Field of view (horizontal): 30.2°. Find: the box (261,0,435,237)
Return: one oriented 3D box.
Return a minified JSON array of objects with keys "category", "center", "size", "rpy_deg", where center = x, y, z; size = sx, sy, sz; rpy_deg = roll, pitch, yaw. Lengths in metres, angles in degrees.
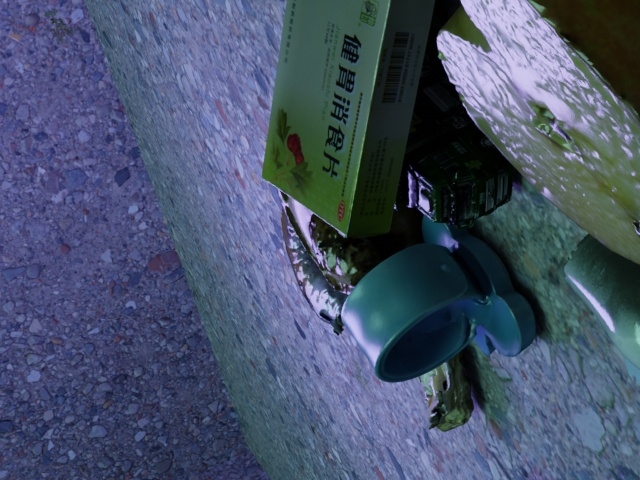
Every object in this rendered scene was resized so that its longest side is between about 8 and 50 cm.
[{"category":"box","center":[0.022,-0.156,1.239],"size":[0.175,0.062,0.260],"rpy_deg":[36,123,47]}]

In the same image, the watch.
[{"category":"watch","center":[0.129,0.088,1.428],"size":[0.211,0.193,0.211],"rpy_deg":[56,161,30]}]

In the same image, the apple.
[{"category":"apple","center":[0.218,-0.130,0.841],"size":[0.251,0.163,0.293],"rpy_deg":[48,176,7]}]

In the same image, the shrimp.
[{"category":"shrimp","center":[-0.011,0.007,2.031],"size":[0.185,0.068,0.287],"rpy_deg":[25,130,60]}]

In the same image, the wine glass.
[{"category":"wine glass","center":[0.308,0.076,1.011],"size":[0.222,0.103,0.103],"rpy_deg":[51,160,38]}]

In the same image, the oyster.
[{"category":"oyster","center":[0.179,0.182,1.679],"size":[0.133,0.072,0.209],"rpy_deg":[-164,68,-78]}]

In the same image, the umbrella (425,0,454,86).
[{"category":"umbrella","center":[0.086,-0.266,1.242],"size":[0.235,0.059,0.066],"rpy_deg":[62,-178,8]}]

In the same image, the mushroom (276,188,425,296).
[{"category":"mushroom","center":[0.044,-0.050,1.556],"size":[0.278,0.163,0.297],"rpy_deg":[-121,14,-46]}]

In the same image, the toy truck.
[{"category":"toy truck","center":[0.100,-0.122,1.313],"size":[0.259,0.121,0.088],"rpy_deg":[52,162,37]}]
